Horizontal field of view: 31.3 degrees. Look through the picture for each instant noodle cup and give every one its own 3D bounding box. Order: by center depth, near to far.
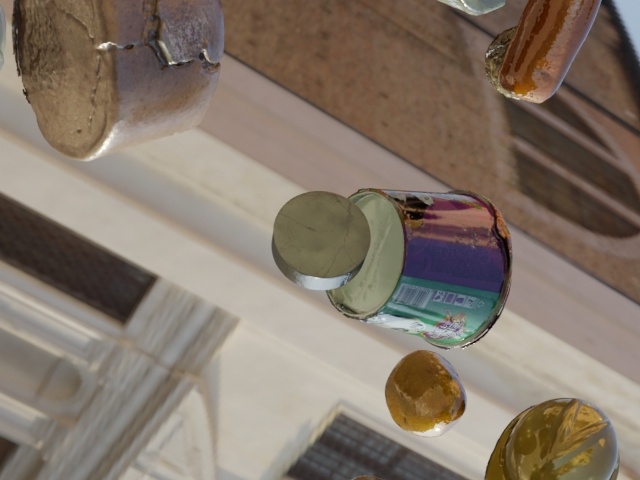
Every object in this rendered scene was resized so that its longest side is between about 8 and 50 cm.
[{"bbox_3d":[0.132,0.032,1.700,0.251,0.190,0.251,-15,-109,50],"label":"instant noodle cup"}]

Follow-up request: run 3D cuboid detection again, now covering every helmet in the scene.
[{"bbox_3d":[0.398,0.352,1.906,0.257,0.205,0.140,-42,157,-24],"label":"helmet"}]

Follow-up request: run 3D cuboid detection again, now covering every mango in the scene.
[{"bbox_3d":[0.180,0.258,1.931,0.227,0.109,0.147,163,-61,-71],"label":"mango"}]

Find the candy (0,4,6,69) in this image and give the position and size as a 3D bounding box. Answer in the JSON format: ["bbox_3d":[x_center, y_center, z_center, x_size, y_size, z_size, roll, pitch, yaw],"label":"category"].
[{"bbox_3d":[-0.659,-0.346,1.890,0.295,0.296,0.185,-52,-135,26],"label":"candy"}]

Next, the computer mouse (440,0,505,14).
[{"bbox_3d":[0.199,-0.572,1.961,0.145,0.429,0.228,-13,-136,54],"label":"computer mouse"}]

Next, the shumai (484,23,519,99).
[{"bbox_3d":[0.323,-0.272,1.809,0.139,0.123,0.105,127,-44,-71],"label":"shumai"}]

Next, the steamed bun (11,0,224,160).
[{"bbox_3d":[-0.232,-0.258,1.413,0.199,0.252,0.301,19,-60,45],"label":"steamed bun"}]

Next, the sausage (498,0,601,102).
[{"bbox_3d":[0.334,-0.306,1.627,0.098,0.098,0.238,-97,-152,-65],"label":"sausage"}]

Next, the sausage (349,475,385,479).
[{"bbox_3d":[0.208,0.497,1.783,0.136,0.501,0.123,14,-106,55],"label":"sausage"}]

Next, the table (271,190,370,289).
[{"bbox_3d":[0.000,0.000,1.560,0.043,0.134,0.133,105,5,-62],"label":"table"}]
